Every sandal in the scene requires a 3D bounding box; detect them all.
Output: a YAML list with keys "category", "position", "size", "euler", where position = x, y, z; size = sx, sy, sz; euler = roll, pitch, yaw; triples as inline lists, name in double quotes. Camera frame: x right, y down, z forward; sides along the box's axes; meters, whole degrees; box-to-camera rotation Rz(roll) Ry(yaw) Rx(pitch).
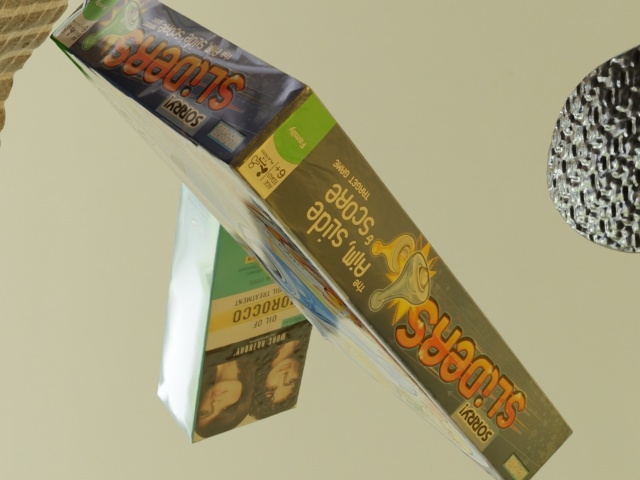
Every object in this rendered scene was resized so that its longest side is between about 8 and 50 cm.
- category: "sandal"
  position: [0.342, -0.124, 1.049]
  size: [0.446, 0.107, 0.167]
  euler: [-46, -121, 51]

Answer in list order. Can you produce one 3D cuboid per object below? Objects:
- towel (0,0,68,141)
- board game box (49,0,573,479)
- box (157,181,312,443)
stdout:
- category: "towel"
  position: [-0.225, -0.039, 0.604]
  size: [0.121, 0.283, 0.235]
  euler: [19, -70, 6]
- category: "board game box"
  position: [0.000, 0.000, 0.484]
  size: [0.035, 0.201, 0.136]
  euler: [-46, -140, -7]
- category: "box"
  position: [-0.056, 0.037, 0.992]
  size: [0.060, 0.100, 0.244]
  euler: [48, -38, 37]
